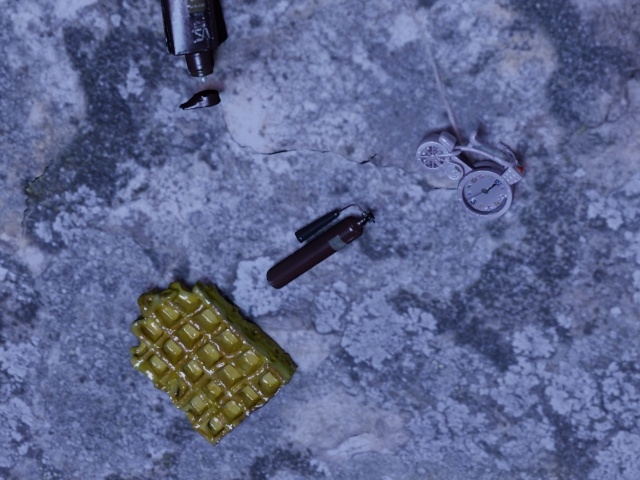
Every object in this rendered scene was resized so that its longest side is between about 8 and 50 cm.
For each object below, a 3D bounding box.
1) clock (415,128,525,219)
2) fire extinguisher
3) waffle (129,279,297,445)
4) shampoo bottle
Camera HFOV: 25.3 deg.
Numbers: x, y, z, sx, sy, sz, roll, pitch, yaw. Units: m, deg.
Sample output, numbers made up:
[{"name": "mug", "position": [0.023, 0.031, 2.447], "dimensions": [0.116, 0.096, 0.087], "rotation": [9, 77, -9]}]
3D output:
[{"name": "clock", "position": [0.174, -0.084, 1.656], "dimensions": [0.129, 0.041, 0.087], "rotation": [37, 121, -7]}, {"name": "fire extinguisher", "position": [0.000, 0.000, 1.753], "dimensions": [0.173, 0.035, 0.049], "rotation": [-33, 62, 26]}, {"name": "waffle", "position": [-0.158, 0.145, 1.845], "dimensions": [0.211, 0.055, 0.160], "rotation": [44, 116, -5]}, {"name": "shampoo bottle", "position": [-0.153, -0.270, 1.660], "dimensions": [0.068, 0.067, 0.236], "rotation": [-7, 110, 10]}]
